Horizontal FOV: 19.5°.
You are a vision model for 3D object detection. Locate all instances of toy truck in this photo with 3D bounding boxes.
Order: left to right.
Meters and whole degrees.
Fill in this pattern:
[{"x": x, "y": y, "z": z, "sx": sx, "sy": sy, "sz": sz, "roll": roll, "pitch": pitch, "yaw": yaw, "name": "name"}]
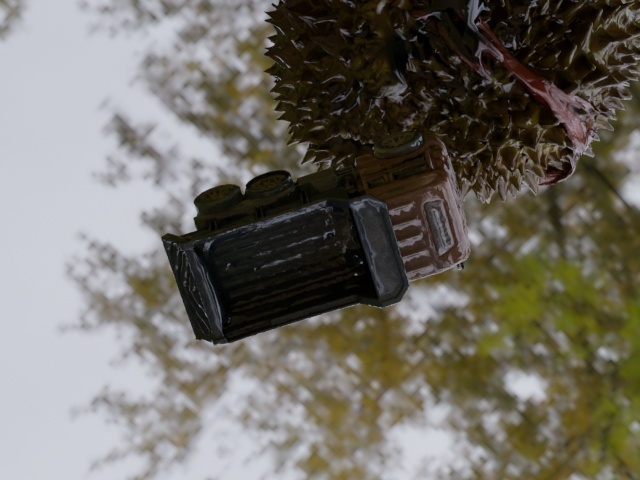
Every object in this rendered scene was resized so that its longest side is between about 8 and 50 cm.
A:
[{"x": 0.000, "y": 0.000, "z": 1.189, "sx": 0.192, "sy": 0.083, "sz": 0.092, "roll": -17, "pitch": -159, "yaw": 1, "name": "toy truck"}]

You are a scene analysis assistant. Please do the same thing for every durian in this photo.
[{"x": 0.121, "y": -0.202, "z": 1.648, "sx": 0.384, "sy": 0.347, "sz": 0.347, "roll": -47, "pitch": -151, "yaw": 3, "name": "durian"}]
